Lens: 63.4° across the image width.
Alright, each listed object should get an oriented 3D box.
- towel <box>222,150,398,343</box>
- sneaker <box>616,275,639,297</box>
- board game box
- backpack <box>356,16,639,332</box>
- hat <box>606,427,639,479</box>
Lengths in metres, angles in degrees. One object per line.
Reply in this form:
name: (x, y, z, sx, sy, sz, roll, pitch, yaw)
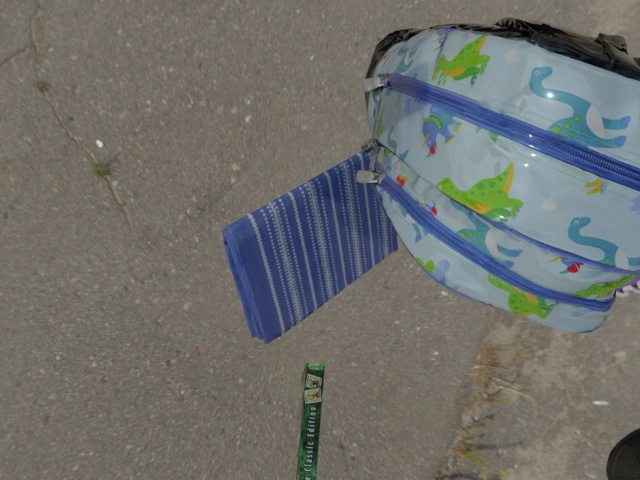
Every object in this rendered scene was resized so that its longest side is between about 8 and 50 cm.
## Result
towel: (0.000, 0.000, 0.868, 0.336, 0.243, 0.040, -33, 41, -28)
sneaker: (0.445, 0.043, 0.817, 0.104, 0.236, 0.095, 57, 36, -5)
board game box: (-0.021, 0.302, 0.690, 0.030, 0.136, 0.259, 5, 70, 0)
backpack: (0.178, -0.081, 0.475, 0.290, 0.355, 0.273, 24, 93, -11)
hat: (0.703, 0.456, 0.914, 0.332, 0.134, 0.331, 6, 119, 10)
